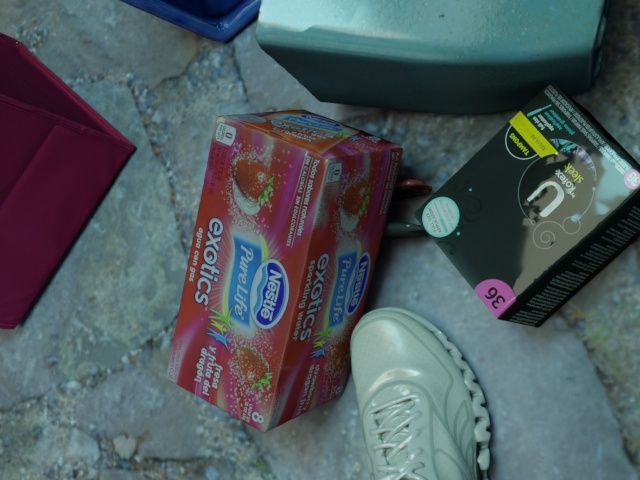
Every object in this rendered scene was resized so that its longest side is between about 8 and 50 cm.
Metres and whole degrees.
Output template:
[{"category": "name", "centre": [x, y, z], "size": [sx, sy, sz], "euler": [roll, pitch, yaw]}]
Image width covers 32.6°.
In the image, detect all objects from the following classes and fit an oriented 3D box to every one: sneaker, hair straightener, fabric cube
[{"category": "sneaker", "centre": [0.086, 0.189, 0.926], "size": [0.110, 0.118, 0.292], "euler": [-28, 68, 25]}, {"category": "hair straightener", "centre": [0.000, 0.000, 1.046], "size": [0.231, 0.047, 0.089], "euler": [-7, 78, 29]}, {"category": "fabric cube", "centre": [-0.414, -0.091, 1.180], "size": [0.254, 0.259, 0.258], "euler": [40, 100, 30]}]

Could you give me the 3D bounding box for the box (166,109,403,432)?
[{"category": "box", "centre": [-0.033, 0.021, 0.976], "size": [0.123, 0.128, 0.256], "euler": [23, 111, 29]}]

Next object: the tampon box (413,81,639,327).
[{"category": "tampon box", "centre": [0.185, -0.026, 0.911], "size": [0.161, 0.101, 0.120], "euler": [-45, 62, 16]}]

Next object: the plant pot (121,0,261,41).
[{"category": "plant pot", "centre": [-0.125, -0.370, 1.073], "size": [0.236, 0.236, 0.212], "euler": [-37, 62, 24]}]

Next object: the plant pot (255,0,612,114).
[{"category": "plant pot", "centre": [0.122, -0.231, 0.914], "size": [0.252, 0.247, 0.247], "euler": [14, 89, 13]}]
